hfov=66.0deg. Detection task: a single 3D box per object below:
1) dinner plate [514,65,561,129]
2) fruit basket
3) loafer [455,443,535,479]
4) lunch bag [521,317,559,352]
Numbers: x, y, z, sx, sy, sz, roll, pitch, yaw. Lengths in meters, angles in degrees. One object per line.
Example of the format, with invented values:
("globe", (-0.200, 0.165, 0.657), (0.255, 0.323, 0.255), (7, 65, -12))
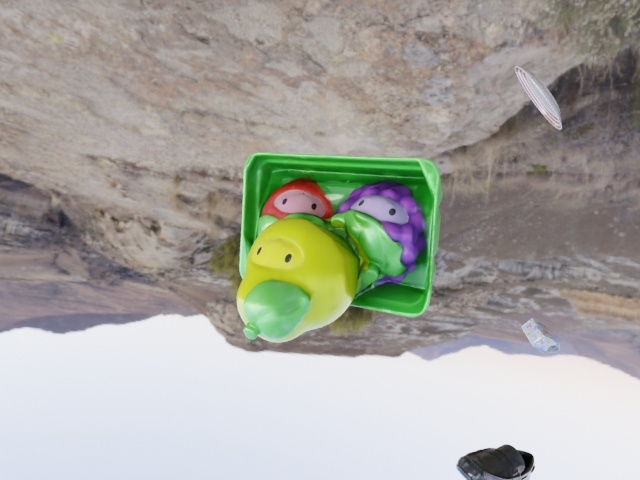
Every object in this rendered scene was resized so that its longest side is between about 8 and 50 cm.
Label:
("dinner plate", (0.398, -0.261, 0.891), (0.017, 0.141, 0.141), (-34, 156, 19))
("fruit basket", (0.000, 0.000, 0.803), (0.392, 0.282, 0.392), (4, -174, 0))
("loafer", (0.298, 0.376, 0.826), (0.223, 0.078, 0.076), (28, -172, -44))
("lunch bag", (0.578, 0.253, 1.289), (0.083, 0.053, 0.071), (25, -152, -25))
